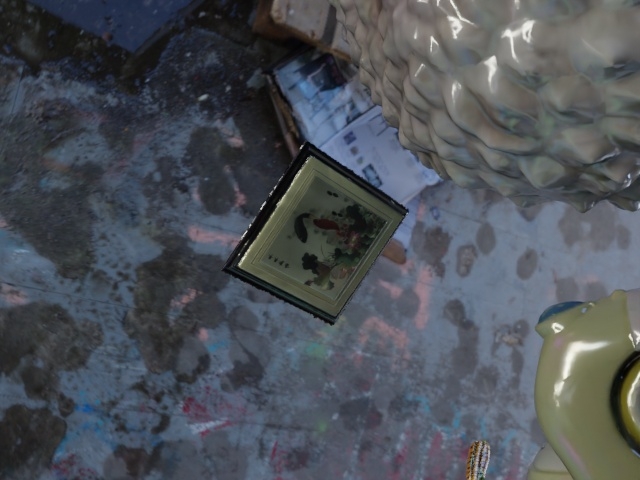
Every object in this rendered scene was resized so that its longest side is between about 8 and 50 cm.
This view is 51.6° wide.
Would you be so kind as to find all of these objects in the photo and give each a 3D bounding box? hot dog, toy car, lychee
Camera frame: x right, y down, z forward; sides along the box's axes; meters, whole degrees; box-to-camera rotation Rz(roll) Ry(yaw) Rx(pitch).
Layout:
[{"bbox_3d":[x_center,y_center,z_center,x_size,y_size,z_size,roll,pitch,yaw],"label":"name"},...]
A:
[{"bbox_3d":[0.355,0.499,1.494,0.122,0.049,0.037,-63,145,-51],"label":"hot dog"},{"bbox_3d":[0.278,0.219,0.602,0.242,0.226,0.336,6,69,-58],"label":"toy car"},{"bbox_3d":[0.189,-0.208,0.488,0.431,0.380,0.381,0,91,-25],"label":"lychee"}]

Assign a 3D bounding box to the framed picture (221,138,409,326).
[{"bbox_3d":[0.000,0.000,0.863,0.195,0.010,0.199,30,98,-30],"label":"framed picture"}]
